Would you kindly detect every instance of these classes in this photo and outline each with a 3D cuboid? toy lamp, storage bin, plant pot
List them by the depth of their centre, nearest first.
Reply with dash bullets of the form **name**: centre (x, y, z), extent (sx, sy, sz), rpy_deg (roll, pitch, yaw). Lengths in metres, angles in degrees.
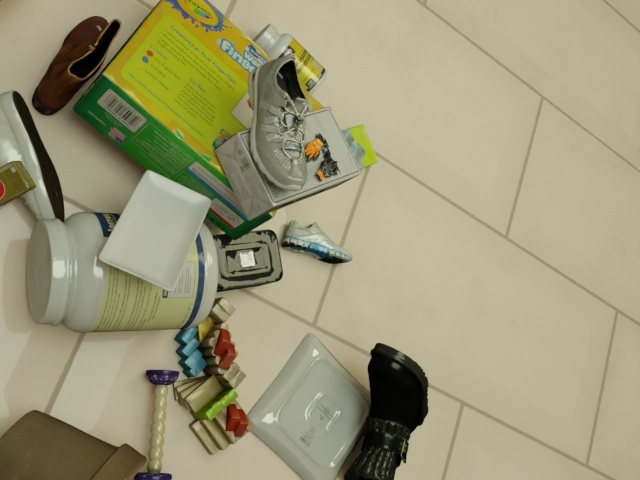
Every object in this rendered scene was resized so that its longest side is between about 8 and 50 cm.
- **plant pot**: centre (-0.489, 0.437, 1.508), extent (0.229, 0.263, 0.263), rpy_deg (39, 61, 1)
- **toy lamp**: centre (-0.338, 0.406, 1.687), extent (0.080, 0.080, 0.274), rpy_deg (10, 73, -30)
- **storage bin**: centre (-0.186, 0.047, 1.846), extent (0.180, 0.084, 0.122), rpy_deg (-7, 84, -32)

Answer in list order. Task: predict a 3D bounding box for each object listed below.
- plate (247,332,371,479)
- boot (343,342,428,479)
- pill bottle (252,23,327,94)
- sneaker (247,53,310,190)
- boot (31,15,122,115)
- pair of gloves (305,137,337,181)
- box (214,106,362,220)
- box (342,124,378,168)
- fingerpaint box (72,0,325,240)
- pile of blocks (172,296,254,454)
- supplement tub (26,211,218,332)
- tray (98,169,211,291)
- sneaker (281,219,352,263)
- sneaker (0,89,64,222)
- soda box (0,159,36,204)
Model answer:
- **plate**: centre (0.000, 0.405, 1.918), extent (0.277, 0.045, 0.278), rpy_deg (48, 60, -16)
- **boot**: centre (0.142, 0.423, 1.878), extent (0.260, 0.131, 0.348), rpy_deg (-53, 143, -29)
- **pill bottle**: centre (-0.080, -0.435, 1.993), extent (0.184, 0.103, 0.103), rpy_deg (41, 62, -19)
- **sneaker**: centre (-0.073, -0.233, 1.587), extent (0.105, 0.115, 0.281), rpy_deg (1, 70, -42)
- **boot**: centre (-0.465, -0.389, 1.634), extent (0.096, 0.280, 0.264), rpy_deg (43, 62, -18)
- **pair of gloves**: centre (0.000, -0.168, 1.696), extent (0.083, 0.010, 0.074), rpy_deg (54, 45, -10)
- **box**: centre (-0.061, -0.164, 1.711), extent (0.290, 0.087, 0.169), rpy_deg (-26, 89, -45)
- **box**: centre (0.053, -0.219, 2.073), extent (0.178, 0.042, 0.109), rpy_deg (-24, 94, -34)
- **fingerpaint box**: centre (-0.245, -0.285, 1.785), extent (0.445, 0.163, 0.371), rpy_deg (40, 49, -20)
- **pile of blocks**: centre (-0.233, 0.276, 1.756), extent (0.149, 0.113, 0.362), rpy_deg (-10, 86, -33)
- **supplement tub**: centre (-0.392, 0.063, 1.622), extent (0.325, 0.235, 0.235), rpy_deg (2, 80, -32)
- **tray**: centre (-0.308, -0.018, 1.549), extent (0.145, 0.030, 0.270), rpy_deg (25, 41, -9)
- **sneaker**: centre (0.000, 0.000, 1.984), extent (0.191, 0.071, 0.082), rpy_deg (20, 65, -28)
- **sneaker**: centre (-0.604, -0.143, 1.630), extent (0.123, 0.106, 0.290), rpy_deg (-18, 101, 1)
- **soda box**: centre (-0.638, -0.082, 1.550), extent (0.181, 0.058, 0.061), rpy_deg (-29, 98, 0)
